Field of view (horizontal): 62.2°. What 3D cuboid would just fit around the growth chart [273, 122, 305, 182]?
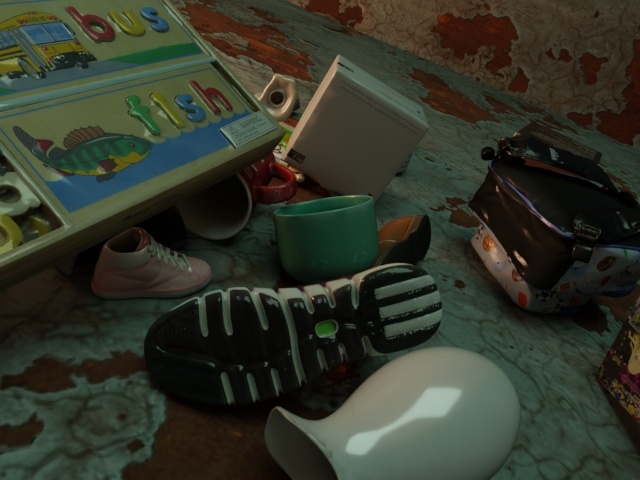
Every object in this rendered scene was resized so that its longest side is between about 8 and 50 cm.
[{"bbox_3d":[-0.078,-0.182,1.006,0.171,0.021,0.237,25,29,3],"label":"growth chart"}]

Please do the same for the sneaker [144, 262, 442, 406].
[{"bbox_3d":[-0.026,0.092,0.554,0.281,0.107,0.162,-9,-3,-5],"label":"sneaker"}]

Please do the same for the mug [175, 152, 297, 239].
[{"bbox_3d":[-0.111,-0.078,0.745,0.150,0.113,0.169,27,26,-3],"label":"mug"}]

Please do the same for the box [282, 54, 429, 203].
[{"bbox_3d":[0.058,-0.183,0.908,0.180,0.182,0.119,28,29,-13],"label":"box"}]

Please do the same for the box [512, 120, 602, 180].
[{"bbox_3d":[0.467,-0.134,1.128,0.167,0.169,0.203,33,33,17],"label":"box"}]

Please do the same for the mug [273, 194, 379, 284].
[{"bbox_3d":[0.009,-0.001,0.687,0.129,0.098,0.158,-9,11,-1],"label":"mug"}]

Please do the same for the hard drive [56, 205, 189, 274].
[{"bbox_3d":[-0.293,-0.066,0.655,0.254,0.054,0.171,40,35,28],"label":"hard drive"}]

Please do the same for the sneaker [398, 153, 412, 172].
[{"bbox_3d":[0.153,-0.231,1.167,0.085,0.086,0.237,11,31,-15],"label":"sneaker"}]

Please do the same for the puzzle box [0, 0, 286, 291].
[{"bbox_3d":[-0.243,-0.140,0.529,0.272,0.052,0.409,48,41,2],"label":"puzzle box"}]

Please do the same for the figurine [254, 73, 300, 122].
[{"bbox_3d":[-0.023,-0.271,1.111,0.214,0.093,0.209,22,14,-3],"label":"figurine"}]

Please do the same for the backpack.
[{"bbox_3d":[0.395,-0.009,0.850,0.263,0.213,0.277,1,42,-17],"label":"backpack"}]

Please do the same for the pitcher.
[{"bbox_3d":[0.081,0.189,0.446,0.207,0.125,0.178,-13,65,-29],"label":"pitcher"}]

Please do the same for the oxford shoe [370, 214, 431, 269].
[{"bbox_3d":[0.095,0.026,0.762,0.075,0.076,0.212,1,24,28],"label":"oxford shoe"}]

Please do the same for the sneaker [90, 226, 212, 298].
[{"bbox_3d":[-0.175,0.022,0.576,0.134,0.070,0.051,-3,36,-37],"label":"sneaker"}]

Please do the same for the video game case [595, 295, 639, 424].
[{"bbox_3d":[0.430,0.135,0.596,0.041,0.211,0.232,18,16,-7],"label":"video game case"}]
